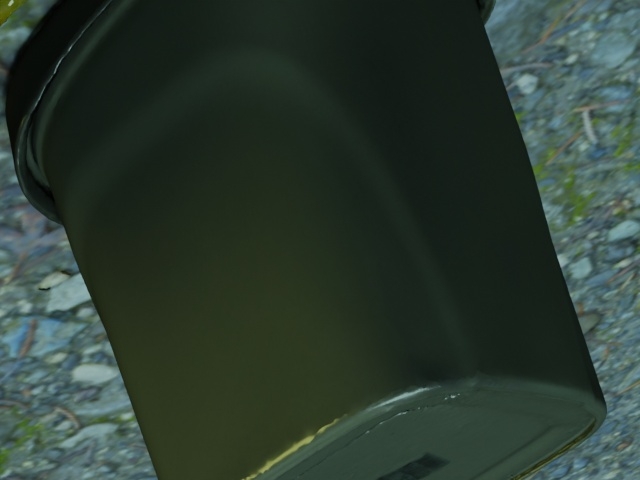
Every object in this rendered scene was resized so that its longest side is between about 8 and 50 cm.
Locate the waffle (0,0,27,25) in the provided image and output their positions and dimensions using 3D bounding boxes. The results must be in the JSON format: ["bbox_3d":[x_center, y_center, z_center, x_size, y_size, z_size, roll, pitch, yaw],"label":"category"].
[{"bbox_3d":[-0.250,-0.077,0.638,0.301,0.281,0.058,19,175,-31],"label":"waffle"}]

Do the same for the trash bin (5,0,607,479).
[{"bbox_3d":[0.000,0.000,0.899,0.220,0.250,0.219,11,141,-46],"label":"trash bin"}]
